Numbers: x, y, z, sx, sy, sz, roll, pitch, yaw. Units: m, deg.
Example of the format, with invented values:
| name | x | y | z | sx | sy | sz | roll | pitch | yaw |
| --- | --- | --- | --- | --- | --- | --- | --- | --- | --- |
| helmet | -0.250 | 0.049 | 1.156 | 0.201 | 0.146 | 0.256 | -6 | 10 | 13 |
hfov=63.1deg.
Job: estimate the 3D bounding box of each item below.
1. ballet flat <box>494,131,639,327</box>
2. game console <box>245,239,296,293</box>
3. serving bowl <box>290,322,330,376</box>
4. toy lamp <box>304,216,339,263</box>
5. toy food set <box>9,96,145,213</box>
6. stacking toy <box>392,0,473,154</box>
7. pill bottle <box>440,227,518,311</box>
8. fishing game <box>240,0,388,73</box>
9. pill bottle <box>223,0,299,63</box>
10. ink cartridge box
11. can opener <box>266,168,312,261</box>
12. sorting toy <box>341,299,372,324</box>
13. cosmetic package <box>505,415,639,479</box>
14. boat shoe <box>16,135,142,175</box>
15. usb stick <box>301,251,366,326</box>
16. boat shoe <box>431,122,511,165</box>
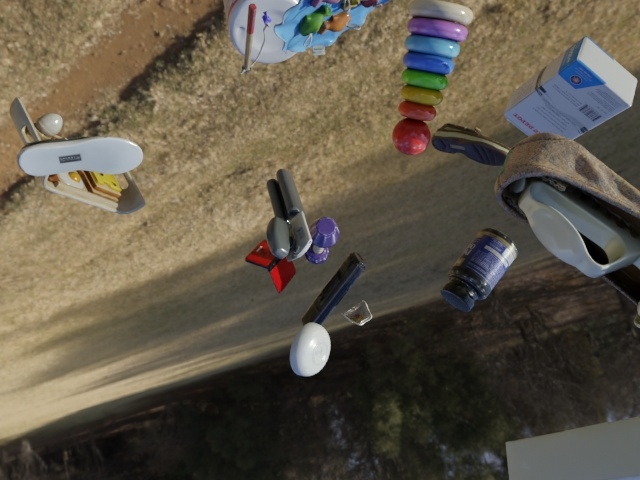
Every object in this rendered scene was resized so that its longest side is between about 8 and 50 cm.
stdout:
| name | x | y | z | sx | sy | sz | roll | pitch | yaw |
| --- | --- | --- | --- | --- | --- | --- | --- | --- | --- |
| ballet flat | 0.295 | 0.020 | 0.488 | 0.106 | 0.316 | 0.107 | -36 | 155 | -36 |
| game console | -0.146 | 0.074 | 1.547 | 0.124 | 0.085 | 0.144 | 17 | -152 | 11 |
| serving bowl | -0.010 | 0.168 | 0.794 | 0.027 | 0.083 | 0.083 | 8 | -174 | 38 |
| toy lamp | 0.000 | 0.000 | 1.346 | 0.080 | 0.080 | 0.275 | -14 | 167 | -11 |
| toy food set | -0.562 | -0.194 | 1.234 | 0.092 | 0.220 | 0.306 | -39 | 158 | 10 |
| stacking toy | 0.234 | -0.355 | 1.175 | 0.141 | 0.330 | 0.141 | 9 | -162 | -3 |
| pill bottle | 0.429 | 0.082 | 1.421 | 0.219 | 0.123 | 0.123 | -49 | 175 | -14 |
| fishing game | 0.030 | -0.266 | 0.599 | 0.264 | 0.041 | 0.189 | -30 | 179 | -15 |
| pill bottle | -0.124 | -0.517 | 1.079 | 0.160 | 0.283 | 0.160 | -9 | 147 | -6 |
| ink cartridge box | 0.513 | -0.296 | 1.087 | 0.086 | 0.148 | 0.203 | -61 | -168 | -27 |
| can opener | -0.079 | -0.067 | 1.167 | 0.074 | 0.280 | 0.093 | -40 | 128 | 21 |
| sorting toy | 0.122 | 0.235 | 1.619 | 0.083 | 0.045 | 0.075 | -30 | -153 | -15 |
| cosmetic package | 0.542 | 0.426 | 0.879 | 0.377 | 0.097 | 0.284 | 38 | 134 | -27 |
| boat shoe | -0.483 | -0.175 | 1.054 | 0.228 | 0.076 | 0.080 | -13 | 125 | -24 |
| usb stick | 0.034 | 0.154 | 1.506 | 0.045 | 0.077 | 0.278 | 23 | 112 | -32 |
| boat shoe | 0.475 | -0.311 | 1.610 | 0.095 | 0.257 | 0.095 | -54 | 149 | -20 |
